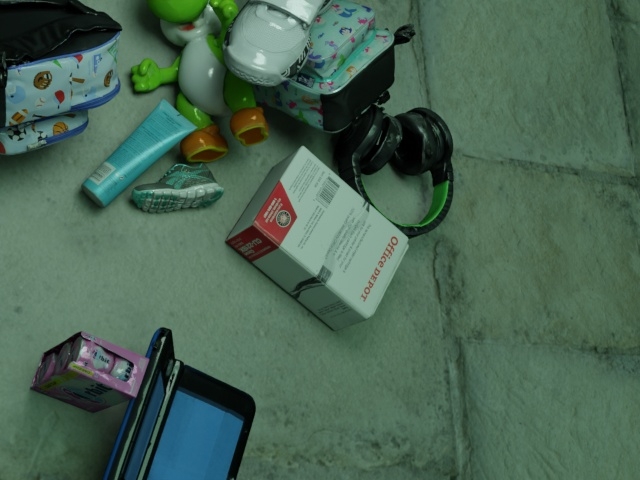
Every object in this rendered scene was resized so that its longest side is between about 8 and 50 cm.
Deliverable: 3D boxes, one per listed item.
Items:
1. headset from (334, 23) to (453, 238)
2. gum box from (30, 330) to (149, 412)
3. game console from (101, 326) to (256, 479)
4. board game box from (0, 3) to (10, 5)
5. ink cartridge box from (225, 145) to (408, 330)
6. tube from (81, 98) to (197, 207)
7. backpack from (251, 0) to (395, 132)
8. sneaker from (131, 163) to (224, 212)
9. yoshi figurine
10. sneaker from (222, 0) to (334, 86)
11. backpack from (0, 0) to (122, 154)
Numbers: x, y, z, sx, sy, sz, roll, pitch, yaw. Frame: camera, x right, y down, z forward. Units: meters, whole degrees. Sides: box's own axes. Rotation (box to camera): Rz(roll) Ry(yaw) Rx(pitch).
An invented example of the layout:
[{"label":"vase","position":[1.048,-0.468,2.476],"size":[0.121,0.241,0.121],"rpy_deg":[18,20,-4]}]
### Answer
[{"label":"headset","position":[0.153,-0.204,1.874],"size":[0.243,0.185,0.394],"rpy_deg":[0,75,-33]},{"label":"gum box","position":[-0.336,0.194,1.423],"size":[0.107,0.188,0.062],"rpy_deg":[28,61,-24]},{"label":"game console","position":[-0.208,0.318,1.484],"size":[0.173,0.250,0.293],"rpy_deg":[15,64,1]},{"label":"board game box","position":[-0.611,-0.381,1.525],"size":[0.243,0.042,0.165],"rpy_deg":[-8,79,-35]},{"label":"ink cartridge box","position":[0.000,0.000,1.751],"size":[0.273,0.114,0.197],"rpy_deg":[40,56,-15]},{"label":"tube","position":[-0.301,-0.142,1.606],"size":[0.080,0.052,0.207],"rpy_deg":[41,73,7]},{"label":"backpack","position":[-0.018,-0.330,1.765],"size":[0.225,0.253,0.191],"rpy_deg":[-46,142,-32]},{"label":"sneaker","position":[-0.249,-0.094,1.664],"size":[0.166,0.065,0.076],"rpy_deg":[-6,62,-38]},{"label":"yoshi figurine","position":[-0.217,-0.330,1.677],"size":[0.203,0.203,0.362],"rpy_deg":[-11,78,-28]},{"label":"sneaker","position":[-0.045,-0.417,1.557],"size":[0.137,0.210,0.366],"rpy_deg":[23,49,3]},{"label":"backpack","position":[-0.434,-0.263,1.468],"size":[0.263,0.213,0.276],"rpy_deg":[-27,50,-31]}]
